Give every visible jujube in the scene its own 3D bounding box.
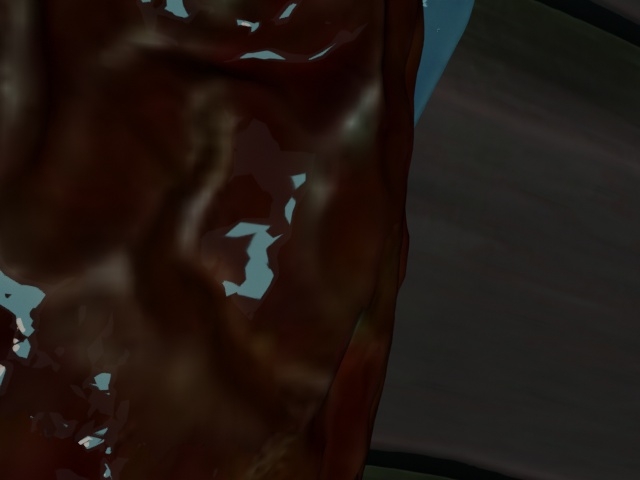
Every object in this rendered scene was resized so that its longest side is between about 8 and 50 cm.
[{"bbox_3d":[-0.110,0.000,0.437,0.276,0.276,0.377,4,96,-35],"label":"jujube"}]

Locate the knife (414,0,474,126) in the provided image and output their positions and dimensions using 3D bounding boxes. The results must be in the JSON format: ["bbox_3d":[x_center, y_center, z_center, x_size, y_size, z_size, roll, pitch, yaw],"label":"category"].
[{"bbox_3d":[0.000,0.000,0.657,0.044,0.019,0.313,25,93,-36],"label":"knife"}]
